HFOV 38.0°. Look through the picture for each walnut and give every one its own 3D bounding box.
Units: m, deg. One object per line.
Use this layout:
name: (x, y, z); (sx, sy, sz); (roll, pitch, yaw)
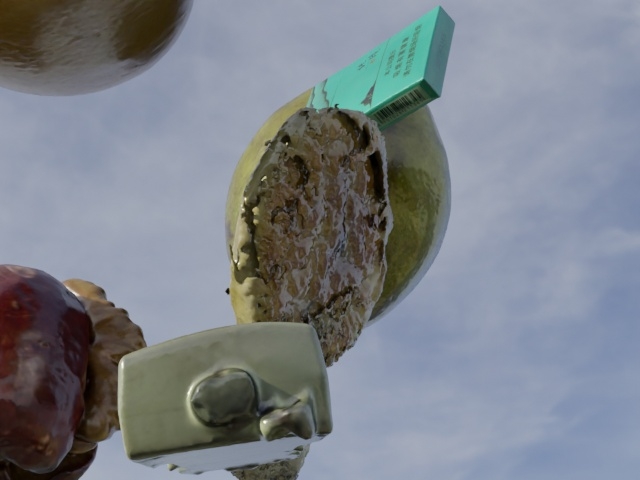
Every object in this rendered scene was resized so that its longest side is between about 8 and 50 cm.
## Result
walnut: (-0.307, 0.150, 0.992); (0.244, 0.269, 0.221); (-4, -48, -24)

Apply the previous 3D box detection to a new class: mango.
mango: (-0.238, -0.274, 0.820); (0.300, 0.232, 0.445); (-33, -14, -6)

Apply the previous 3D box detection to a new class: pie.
pie: (0.000, 0.000, 0.904); (0.055, 0.274, 0.274); (14, -27, 30)

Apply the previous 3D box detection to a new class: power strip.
power strip: (-0.043, 0.092, 0.471); (0.080, 0.048, 0.286); (-6, -16, -5)

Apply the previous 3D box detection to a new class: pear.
pear: (0.031, -0.049, 1.417); (0.352, 0.352, 0.413); (27, -94, -38)

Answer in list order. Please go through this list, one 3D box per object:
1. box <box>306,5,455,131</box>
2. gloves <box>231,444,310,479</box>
box: (0.064, -0.189, 1.186); (0.226, 0.161, 0.042); (-26, -59, 37)
gloves: (-0.061, 0.203, 1.055); (0.114, 0.153, 0.070); (18, -14, -8)
